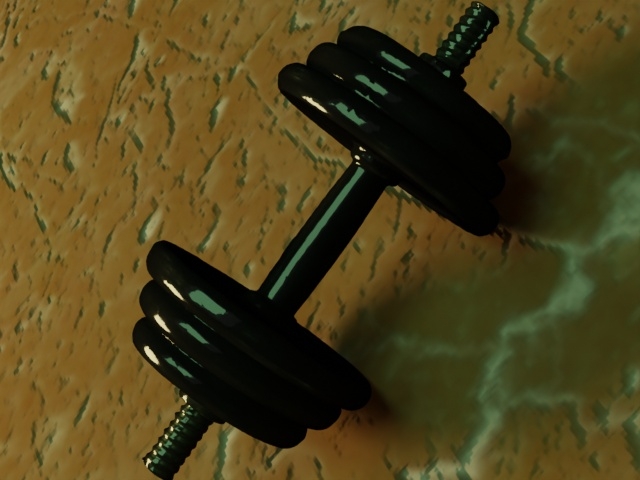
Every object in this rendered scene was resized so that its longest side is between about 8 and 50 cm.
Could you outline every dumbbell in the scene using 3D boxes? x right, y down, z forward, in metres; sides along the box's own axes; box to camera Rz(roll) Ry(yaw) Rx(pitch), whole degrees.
[{"bbox_3d":[0.000,0.000,0.460,0.208,0.099,0.099,-54,41,1],"label":"dumbbell"}]
